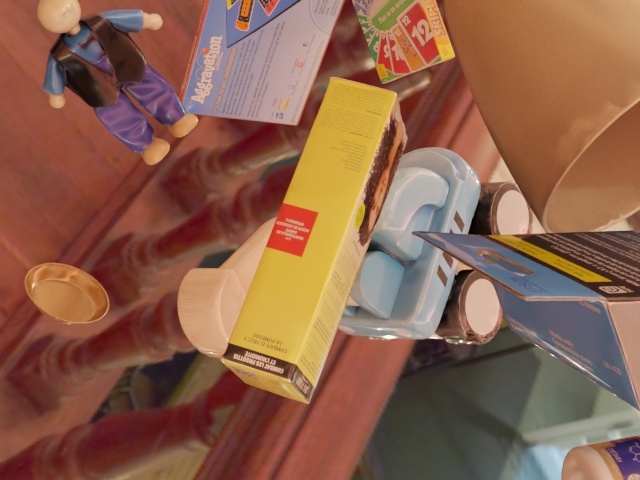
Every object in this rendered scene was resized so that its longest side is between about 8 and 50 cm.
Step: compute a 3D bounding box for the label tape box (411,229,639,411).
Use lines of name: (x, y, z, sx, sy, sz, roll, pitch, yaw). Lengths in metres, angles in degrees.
label tape box: (0.275, 0.063, 1.052, 0.334, 0.240, 0.105, -1, 103, -17)

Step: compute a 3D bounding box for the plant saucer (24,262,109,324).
plant saucer: (-0.244, 0.054, 1.120, 0.083, 0.015, 0.083, 23, 31, -15)

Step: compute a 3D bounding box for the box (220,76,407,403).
box: (0.000, 0.000, 0.882, 0.087, 0.058, 0.232, 60, 49, -69)

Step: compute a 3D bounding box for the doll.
doll: (-0.190, -0.158, 1.073, 0.129, 0.046, 0.189, -44, 130, -3)

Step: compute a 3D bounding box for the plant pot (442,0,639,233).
plant pot: (0.254, -0.186, 1.218, 0.256, 0.256, 0.274, -4, 50, -48)

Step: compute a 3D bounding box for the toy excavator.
toy excavator: (0.039, 0.020, 1.589, 0.445, 0.222, 0.432, 37, 65, -38)

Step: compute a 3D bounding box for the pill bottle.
pill bottle: (0.315, 0.218, 1.017, 0.187, 0.112, 0.112, -9, 77, -11)

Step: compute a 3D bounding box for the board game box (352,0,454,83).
board game box: (0.090, -0.355, 1.607, 0.039, 0.124, 0.259, -22, 95, -40)

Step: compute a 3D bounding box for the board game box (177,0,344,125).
board game box: (-0.056, -0.239, 1.261, 0.145, 0.281, 0.027, 4, 48, -19)
